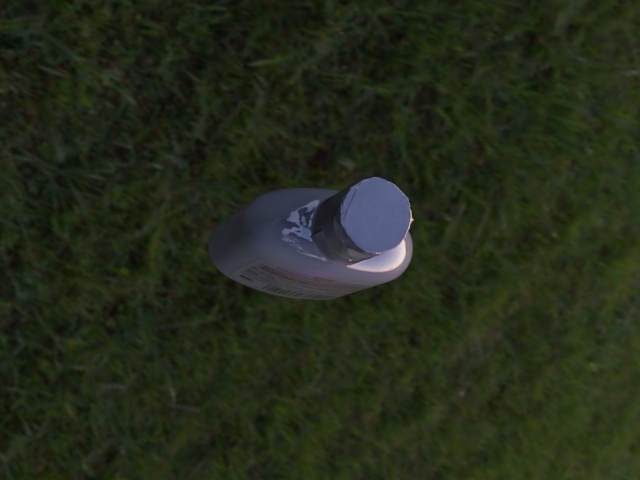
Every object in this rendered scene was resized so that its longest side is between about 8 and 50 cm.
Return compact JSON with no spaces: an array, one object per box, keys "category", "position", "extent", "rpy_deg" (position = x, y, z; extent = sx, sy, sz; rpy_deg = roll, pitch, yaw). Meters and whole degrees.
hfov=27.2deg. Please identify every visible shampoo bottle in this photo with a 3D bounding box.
[{"category":"shampoo bottle","position":[0.000,0.000,0.605],"extent":[0.080,0.165,0.040],"rpy_deg":[14,78,-13]}]
